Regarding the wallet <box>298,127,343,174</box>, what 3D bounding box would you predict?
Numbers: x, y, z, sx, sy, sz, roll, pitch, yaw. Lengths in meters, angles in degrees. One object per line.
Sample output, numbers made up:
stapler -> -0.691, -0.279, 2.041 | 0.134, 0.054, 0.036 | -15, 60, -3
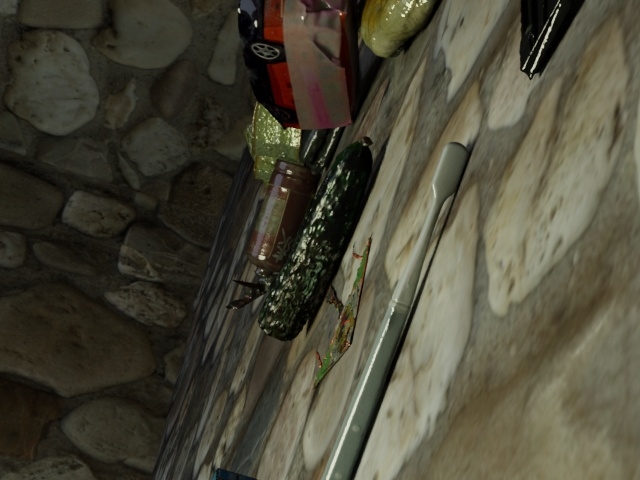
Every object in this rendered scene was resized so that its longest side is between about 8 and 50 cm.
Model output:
wallet -> 0.013, -0.215, 1.887 | 0.245, 0.052, 0.168 | -87, 20, -69

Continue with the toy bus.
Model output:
toy bus -> -0.022, -0.267, 1.614 | 0.302, 0.147, 0.127 | 83, -168, -68

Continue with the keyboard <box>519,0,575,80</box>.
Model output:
keyboard -> 0.179, -0.229, 0.932 | 0.250, 0.017, 0.087 | -80, 11, -47

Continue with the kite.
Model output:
kite -> 0.021, 0.075, 1.339 | 0.244, 0.006, 0.198 | -112, 40, -77

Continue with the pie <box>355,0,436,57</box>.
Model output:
pie -> 0.119, -0.386, 1.447 | 0.337, 0.075, 0.337 | -165, 90, -82

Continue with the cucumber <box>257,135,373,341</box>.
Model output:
cucumber -> 0.000, 0.000, 1.442 | 0.067, 0.068, 0.293 | -85, 17, -57

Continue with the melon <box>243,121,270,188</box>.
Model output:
melon -> -0.083, -0.181, 2.236 | 0.093, 0.140, 0.202 | -29, -41, -69

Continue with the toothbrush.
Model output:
toothbrush -> 0.060, 0.077, 1.021 | 0.030, 0.025, 0.342 | -105, 34, -83

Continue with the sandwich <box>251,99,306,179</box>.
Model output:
sandwich -> -0.069, -0.160, 2.021 | 0.244, 0.090, 0.088 | 89, -174, -55

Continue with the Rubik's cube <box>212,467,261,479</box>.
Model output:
Rubik's cube -> -0.079, 0.303, 1.204 | 0.092, 0.092, 0.092 | -99, 29, -72

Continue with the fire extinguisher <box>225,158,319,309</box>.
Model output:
fire extinguisher -> -0.087, -0.006, 1.874 | 0.075, 0.106, 0.252 | 22, 93, 62
